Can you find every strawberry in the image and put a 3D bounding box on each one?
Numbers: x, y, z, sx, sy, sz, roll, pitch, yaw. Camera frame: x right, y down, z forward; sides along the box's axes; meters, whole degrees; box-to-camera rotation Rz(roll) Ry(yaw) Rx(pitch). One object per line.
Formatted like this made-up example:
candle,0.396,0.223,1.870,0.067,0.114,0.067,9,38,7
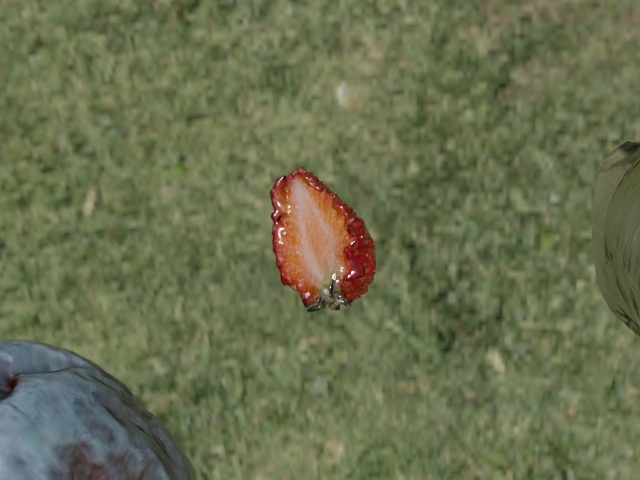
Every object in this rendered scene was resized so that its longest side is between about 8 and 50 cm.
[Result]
strawberry,0.003,0.000,1.655,0.104,0.048,0.152,-34,59,32

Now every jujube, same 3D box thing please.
jujube,-0.244,0.230,1.589,0.215,0.308,0.246,16,55,41

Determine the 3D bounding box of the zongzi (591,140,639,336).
zongzi,0.383,0.020,1.149,0.392,0.174,0.356,3,12,3
